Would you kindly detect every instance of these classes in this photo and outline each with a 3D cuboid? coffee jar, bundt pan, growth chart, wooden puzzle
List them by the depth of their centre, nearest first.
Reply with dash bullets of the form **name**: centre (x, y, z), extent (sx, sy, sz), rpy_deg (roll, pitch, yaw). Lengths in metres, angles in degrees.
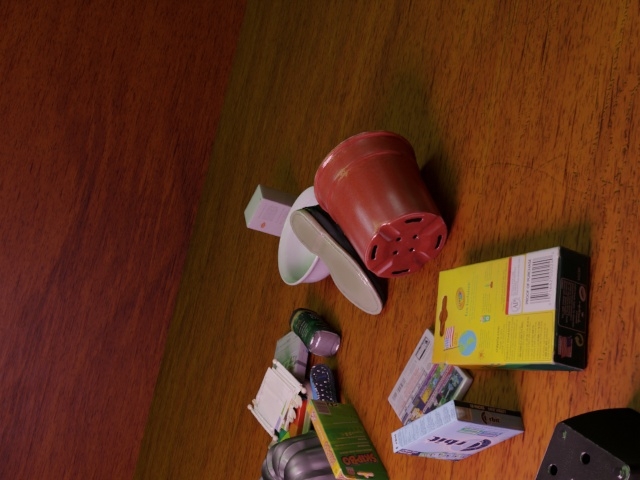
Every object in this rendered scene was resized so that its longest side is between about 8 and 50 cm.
- **bundt pan**: centre (-0.058, 0.640, 1.601), extent (0.331, 0.124, 0.331), rpy_deg (-15, 73, 59)
- **coffee jar**: centre (-0.020, 0.257, 1.840), extent (0.079, 0.096, 0.184), rpy_deg (-67, 27, 6)
- **growth chart**: centre (-0.125, 0.461, 1.863), extent (0.172, 0.021, 0.237), rpy_deg (46, 124, 33)
- **wooden puzzle**: centre (-0.085, 0.514, 1.881), extent (0.221, 0.044, 0.239), rpy_deg (2, 77, 64)

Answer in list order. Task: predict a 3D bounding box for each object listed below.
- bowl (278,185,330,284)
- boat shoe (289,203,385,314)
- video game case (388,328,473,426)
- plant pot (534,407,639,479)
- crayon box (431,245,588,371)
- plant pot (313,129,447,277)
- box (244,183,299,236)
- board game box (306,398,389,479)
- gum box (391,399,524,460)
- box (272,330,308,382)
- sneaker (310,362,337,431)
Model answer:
- **bowl**: centre (0.000, 0.000, 1.905), extent (0.298, 0.134, 0.298), rpy_deg (-42, 39, 48)
- **boat shoe**: centre (0.067, 0.036, 1.681), extent (0.340, 0.113, 0.127), rpy_deg (46, 142, 17)
- **video game case**: centre (0.230, 0.321, 1.391), extent (0.201, 0.023, 0.183), rpy_deg (-64, 27, 17)
- **plant pot**: centre (0.400, 0.338, 0.876), extent (0.187, 0.167, 0.188), rpy_deg (30, 101, 63)
- **crayon box**: centre (0.341, 0.137, 1.208), extent (0.318, 0.081, 0.202), rpy_deg (-18, 60, 59)
- **plant pot**: centre (0.151, -0.071, 1.529), extent (0.272, 0.272, 0.265), rpy_deg (-57, 38, 31)
- **box**: centre (-0.155, -0.097, 2.228), extent (0.130, 0.170, 0.091), rpy_deg (-58, 30, 29)
- **board game box**: centre (0.061, 0.472, 1.522), extent (0.039, 0.124, 0.259), rpy_deg (-67, 26, 16)
- **gum box**: centre (0.247, 0.350, 1.184), extent (0.184, 0.157, 0.041), rpy_deg (-45, 38, 44)
- **box**: centre (-0.091, 0.357, 1.934), extent (0.145, 0.038, 0.186), rpy_deg (-40, 31, 39)
- **sneaker**: centre (0.014, 0.432, 1.726), extent (0.082, 0.069, 0.209), rpy_deg (74, -171, -68)
